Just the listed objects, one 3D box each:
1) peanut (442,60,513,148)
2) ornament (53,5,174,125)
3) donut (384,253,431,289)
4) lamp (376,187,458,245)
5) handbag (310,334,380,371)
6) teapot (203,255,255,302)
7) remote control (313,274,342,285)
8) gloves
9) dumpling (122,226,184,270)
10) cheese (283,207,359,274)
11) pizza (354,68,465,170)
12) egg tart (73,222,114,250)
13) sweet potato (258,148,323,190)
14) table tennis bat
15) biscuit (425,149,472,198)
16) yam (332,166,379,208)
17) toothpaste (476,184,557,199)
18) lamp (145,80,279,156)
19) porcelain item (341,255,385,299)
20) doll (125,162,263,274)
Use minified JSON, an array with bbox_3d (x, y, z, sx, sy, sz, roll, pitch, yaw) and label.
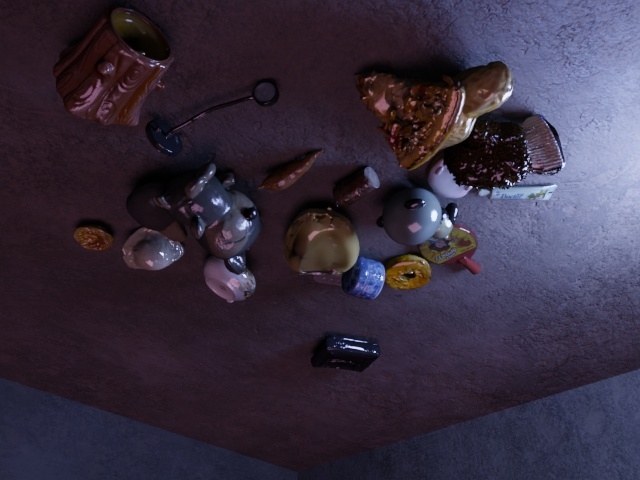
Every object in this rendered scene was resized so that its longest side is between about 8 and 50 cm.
[{"bbox_3d":[0.361,-0.344,1.458,0.147,0.147,0.305,20,136,-25],"label":"peanut"},{"bbox_3d":[-0.479,-0.407,1.314,0.217,0.221,0.235,-36,104,30],"label":"ornament"},{"bbox_3d":[0.318,0.112,2.089,0.178,0.065,0.162,0,136,0],"label":"donut"},{"bbox_3d":[0.309,-0.072,1.779,0.243,0.198,0.198,6,144,-37],"label":"lamp"},{"bbox_3d":[0.111,0.519,2.570,0.275,0.088,0.244,8,143,-17],"label":"handbag"},{"bbox_3d":[-0.322,0.131,2.040,0.204,0.139,0.298,20,147,16],"label":"teapot"},{"bbox_3d":[0.092,0.147,2.156,0.244,0.022,0.077,11,141,-14],"label":"remote control"},{"bbox_3d":[0.495,-0.245,1.562,0.312,0.135,0.210,-17,100,9],"label":"gloves"},{"bbox_3d":[-0.572,0.024,1.931,0.111,0.181,0.155,12,121,43],"label":"dumpling"},{"bbox_3d":[0.000,0.000,1.898,0.259,0.128,0.316,-9,147,-2],"label":"cheese"},{"bbox_3d":[0.231,-0.339,1.405,0.251,0.074,0.288,-29,104,36],"label":"pizza"},{"bbox_3d":[-0.760,-0.017,1.904,0.130,0.052,0.130,0,142,0],"label":"egg tart"},{"bbox_3d":[-0.082,-0.204,1.688,0.226,0.068,0.068,-29,135,11],"label":"sweet potato"},{"bbox_3d":[0.477,0.033,2.020,0.200,0.038,0.310,-30,130,32],"label":"table tennis bat"},{"bbox_3d":[0.418,-0.206,1.708,0.181,0.049,0.208,22,136,-28],"label":"biscuit"},{"bbox_3d":[0.105,-0.160,1.732,0.141,0.079,0.079,-29,133,31],"label":"yam"},{"bbox_3d":[0.620,-0.153,1.792,0.255,0.037,0.067,-1,141,-7],"label":"toothpaste"},{"bbox_3d":[-0.280,-0.334,1.522,0.371,0.130,0.108,-24,160,6],"label":"lamp"},{"bbox_3d":[0.150,0.134,2.043,0.114,0.147,0.147,19,137,-20],"label":"porcelain item"},{"bbox_3d":[-0.361,-0.082,1.755,0.378,0.252,0.382,11,150,39],"label":"doll"}]
